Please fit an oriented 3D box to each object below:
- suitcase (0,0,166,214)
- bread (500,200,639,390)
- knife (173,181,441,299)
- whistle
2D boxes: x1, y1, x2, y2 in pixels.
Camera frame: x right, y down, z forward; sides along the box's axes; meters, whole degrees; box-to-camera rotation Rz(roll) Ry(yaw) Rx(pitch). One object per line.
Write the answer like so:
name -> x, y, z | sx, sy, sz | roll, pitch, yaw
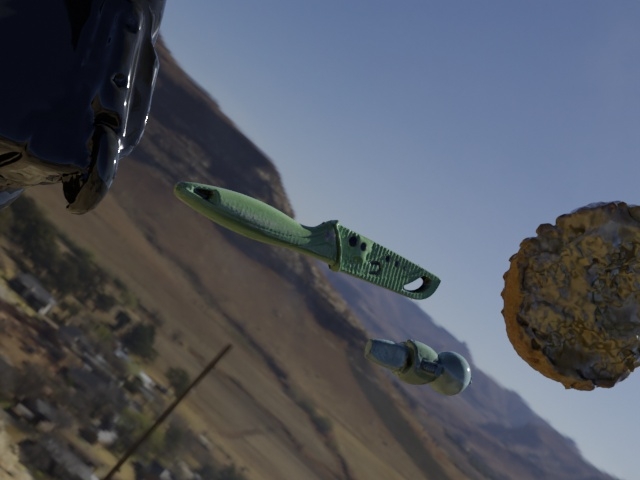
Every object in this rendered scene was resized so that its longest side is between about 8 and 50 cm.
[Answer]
suitcase -> -0.242, -0.205, 0.449 | 0.345, 0.340, 0.188 | 19, -13, -37
bread -> 0.374, 0.069, 1.228 | 0.274, 0.274, 0.149 | 41, 9, -14
knife -> 0.001, 0.000, 0.749 | 0.293, 0.043, 0.019 | 24, -12, -36
whistle -> 0.077, 0.095, 0.680 | 0.100, 0.035, 0.035 | 20, 8, -25
